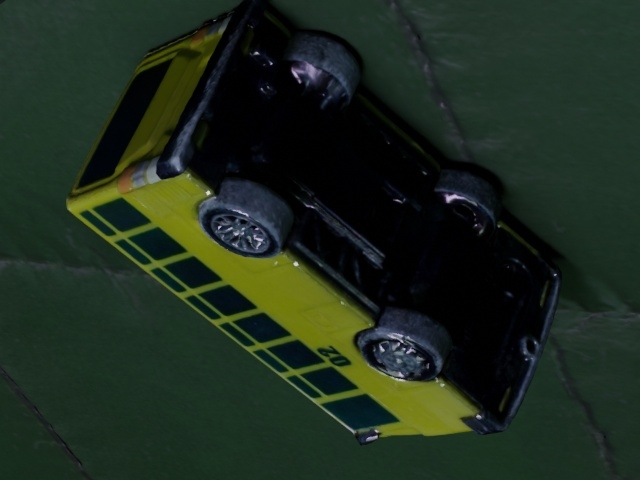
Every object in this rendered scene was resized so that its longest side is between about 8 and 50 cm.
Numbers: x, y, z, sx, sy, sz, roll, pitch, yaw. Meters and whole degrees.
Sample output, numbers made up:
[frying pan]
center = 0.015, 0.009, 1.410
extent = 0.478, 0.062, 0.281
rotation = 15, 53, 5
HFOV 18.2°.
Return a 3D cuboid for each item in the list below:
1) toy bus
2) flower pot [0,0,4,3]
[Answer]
[toy bus]
center = 0.000, 0.000, 1.131
extent = 0.262, 0.128, 0.150
rotation = 40, 146, -26
[flower pot]
center = -0.208, -0.201, 0.915
extent = 0.189, 0.157, 0.243
rotation = 8, 149, 20
